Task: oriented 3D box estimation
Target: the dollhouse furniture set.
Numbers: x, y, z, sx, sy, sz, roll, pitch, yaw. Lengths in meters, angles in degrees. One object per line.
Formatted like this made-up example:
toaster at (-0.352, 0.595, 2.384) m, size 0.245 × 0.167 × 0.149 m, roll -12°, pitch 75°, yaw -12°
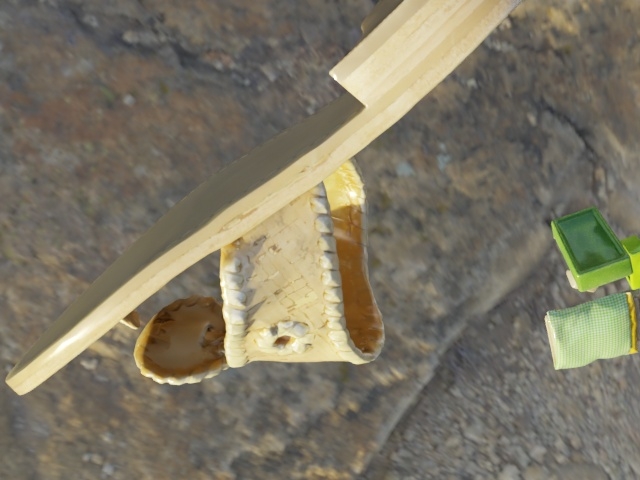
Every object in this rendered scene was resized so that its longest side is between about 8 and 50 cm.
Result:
dollhouse furniture set at (0.198, 0.049, 0.975) m, size 0.076 × 0.152 × 0.058 m, roll -18°, pitch 43°, yaw 0°

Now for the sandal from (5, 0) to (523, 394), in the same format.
sandal at (-0.002, 0.003, 0.437) m, size 0.079 × 0.088 × 0.240 m, roll 44°, pitch 118°, yaw -9°
